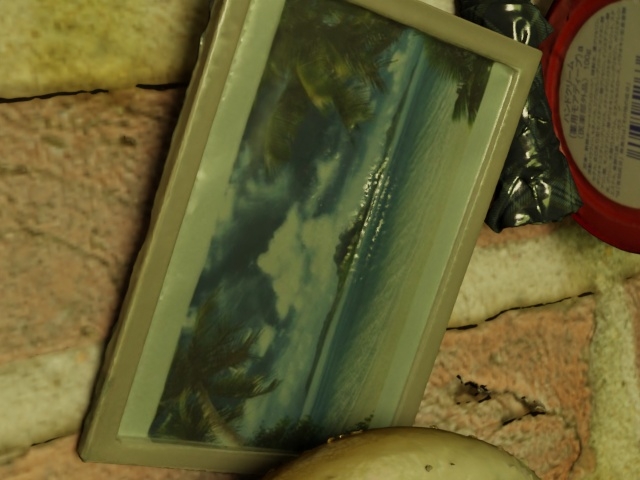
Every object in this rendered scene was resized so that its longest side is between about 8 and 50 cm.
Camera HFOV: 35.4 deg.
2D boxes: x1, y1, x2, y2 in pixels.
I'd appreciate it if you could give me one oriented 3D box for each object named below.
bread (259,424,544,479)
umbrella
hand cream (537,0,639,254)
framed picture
[{"bbox_3d":[0.023,0.251,0.608,0.305,0.158,0.306,-6,101,-32],"label":"bread"},{"bbox_3d":[0.128,-0.119,0.707,0.080,0.071,0.224,-10,93,-49],"label":"umbrella"},{"bbox_3d":[0.267,-0.102,0.703,0.149,0.230,0.230,-11,99,-31],"label":"hand cream"},{"bbox_3d":[0.000,0.000,0.618,0.232,0.024,0.315,12,101,-33],"label":"framed picture"}]
